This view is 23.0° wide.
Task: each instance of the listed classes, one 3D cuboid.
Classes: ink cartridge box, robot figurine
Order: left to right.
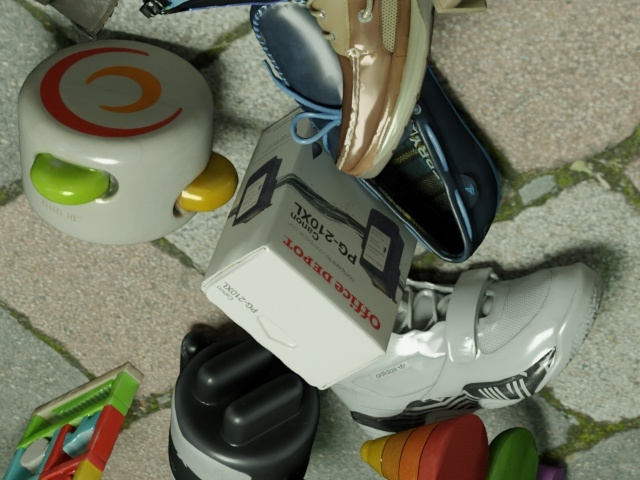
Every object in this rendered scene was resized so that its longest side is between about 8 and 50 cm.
[{"bbox_3d":[-0.089,0.220,1.827,0.173,0.209,0.278,7,147,-3],"label":"robot figurine"},{"bbox_3d":[0.000,0.000,1.559,0.172,0.237,0.100,42,130,-22],"label":"ink cartridge box"}]

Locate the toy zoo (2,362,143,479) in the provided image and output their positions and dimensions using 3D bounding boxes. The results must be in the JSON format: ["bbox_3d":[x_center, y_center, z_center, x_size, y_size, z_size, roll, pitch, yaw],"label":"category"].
[{"bbox_3d":[-0.330,0.292,1.901,0.192,0.293,0.030,-28,119,35],"label":"toy zoo"}]

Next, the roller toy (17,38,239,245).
[{"bbox_3d":[-0.201,-0.095,1.570,0.209,0.191,0.146,-13,137,-20],"label":"roller toy"}]

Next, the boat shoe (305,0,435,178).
[{"bbox_3d":[0.043,-0.217,1.365,0.116,0.123,0.325,10,103,-4],"label":"boat shoe"}]

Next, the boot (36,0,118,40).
[{"bbox_3d":[-0.262,-0.310,1.459,0.229,0.091,0.263,26,149,-7],"label":"boot"}]

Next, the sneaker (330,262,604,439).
[{"bbox_3d":[0.112,0.086,1.674,0.210,0.137,0.365,38,135,-22],"label":"sneaker"}]

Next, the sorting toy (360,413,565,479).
[{"bbox_3d":[0.157,0.261,1.769,0.126,0.127,0.365,8,171,30],"label":"sorting toy"}]

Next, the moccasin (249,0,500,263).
[{"bbox_3d":[0.063,-0.116,1.515,0.342,0.117,0.137,41,131,-21],"label":"moccasin"}]

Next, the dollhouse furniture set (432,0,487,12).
[{"bbox_3d":[0.251,-0.339,1.238,0.303,0.198,0.286,-6,159,-31],"label":"dollhouse furniture set"}]

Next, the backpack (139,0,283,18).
[{"bbox_3d":[-0.087,-0.287,1.401,0.173,0.117,0.158,0,132,18],"label":"backpack"}]
